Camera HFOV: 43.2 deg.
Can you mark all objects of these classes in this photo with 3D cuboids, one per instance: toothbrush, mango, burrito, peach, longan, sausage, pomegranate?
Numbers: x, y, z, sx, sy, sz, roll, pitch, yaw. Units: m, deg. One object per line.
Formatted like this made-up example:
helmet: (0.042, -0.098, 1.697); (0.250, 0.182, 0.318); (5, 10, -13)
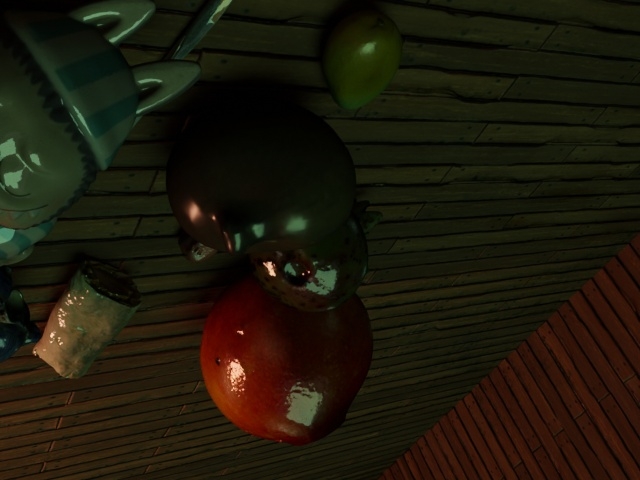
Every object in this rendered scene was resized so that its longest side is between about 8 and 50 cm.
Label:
toothbrush: (-0.214, -0.251, 1.149); (0.037, 0.028, 0.375); (19, 128, -43)
mango: (0.062, -0.278, 1.261); (0.130, 0.092, 0.195); (-14, 153, -24)
burrito: (-0.439, 0.148, 1.535); (0.143, 0.105, 0.299); (5, 140, -37)
peach: (-0.070, 0.242, 1.711); (0.388, 0.388, 0.388); (-20, 150, -12)
longan: (-0.092, -0.094, 1.255); (0.300, 0.300, 0.243); (-20, 127, -11)
sausage: (-0.204, -0.015, 1.488); (0.141, 0.076, 0.076); (-45, 146, 24)
pomegranate: (-0.009, -0.013, 1.547); (0.242, 0.306, 0.242); (15, 136, 14)

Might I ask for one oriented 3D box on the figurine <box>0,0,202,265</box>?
figurine: (-0.322, -0.126, 1.021); (0.377, 0.266, 0.361); (-15, 163, -4)

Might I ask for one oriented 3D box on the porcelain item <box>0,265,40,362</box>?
porcelain item: (-0.542, 0.096, 1.275); (0.186, 0.138, 0.288); (2, 147, 11)

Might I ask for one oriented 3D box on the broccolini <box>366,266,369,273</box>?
broccolini: (0.085, 0.025, 1.806); (0.071, 0.058, 0.254); (12, 155, 21)
